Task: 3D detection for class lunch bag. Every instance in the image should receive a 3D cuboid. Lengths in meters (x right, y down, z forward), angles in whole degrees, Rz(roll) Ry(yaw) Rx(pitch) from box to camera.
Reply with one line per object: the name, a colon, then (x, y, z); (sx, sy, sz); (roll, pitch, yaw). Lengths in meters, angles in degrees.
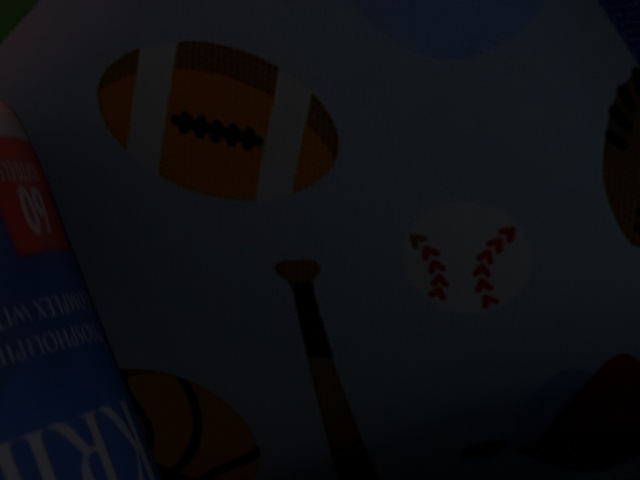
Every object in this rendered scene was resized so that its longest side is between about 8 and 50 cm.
lunch bag: (0.000, 0.000, 0.520); (0.328, 0.385, 0.239); (-22, 25, 31)

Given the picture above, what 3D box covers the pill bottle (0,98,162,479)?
pill bottle: (-0.079, 0.092, 0.354); (0.124, 0.221, 0.124); (-22, -2, -1)
